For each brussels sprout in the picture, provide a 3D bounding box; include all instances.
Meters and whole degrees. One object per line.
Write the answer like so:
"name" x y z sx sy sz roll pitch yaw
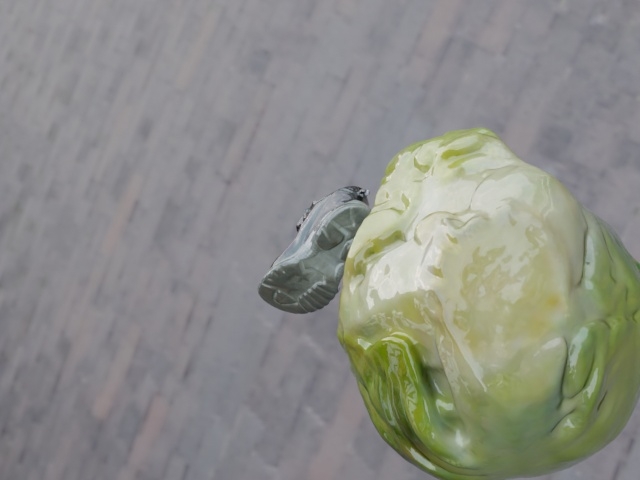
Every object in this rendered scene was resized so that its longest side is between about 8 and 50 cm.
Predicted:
"brussels sprout" 0.140 0.068 1.404 0.268 0.344 0.344 -44 24 -6

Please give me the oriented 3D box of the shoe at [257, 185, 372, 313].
"shoe" 0.000 0.000 1.674 0.169 0.071 0.099 -45 25 29
